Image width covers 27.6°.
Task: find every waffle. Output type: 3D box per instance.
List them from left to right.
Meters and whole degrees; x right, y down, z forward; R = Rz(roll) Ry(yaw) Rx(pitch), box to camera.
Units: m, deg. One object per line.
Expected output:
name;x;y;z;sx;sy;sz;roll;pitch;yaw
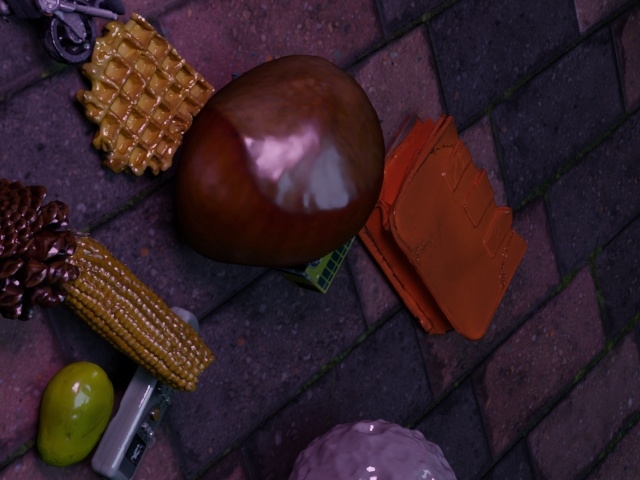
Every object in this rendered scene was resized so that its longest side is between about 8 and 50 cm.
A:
waffle;-0.293;-0.213;2.021;0.229;0.057;0.219;42;66;-41

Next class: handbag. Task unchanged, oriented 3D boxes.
handbag;0.242;-0.020;2.579;0.410;0.116;0.303;54;56;-37

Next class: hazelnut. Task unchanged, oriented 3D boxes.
hazelnut;-0.063;-0.111;2.087;0.365;0.365;0.366;-9;103;-45

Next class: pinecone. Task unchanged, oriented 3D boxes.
pinecone;-0.430;0.022;1.816;0.207;0.207;0.208;-9;103;-45

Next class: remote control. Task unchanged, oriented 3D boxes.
remote control;-0.273;0.248;2.080;0.140;0.056;0.296;86;27;-69

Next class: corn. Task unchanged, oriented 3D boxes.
corn;-0.295;0.109;1.968;0.318;0.115;0.115;43;62;-9

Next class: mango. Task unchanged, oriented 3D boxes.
mango;-0.376;0.265;1.996;0.117;0.089;0.163;0;108;-55

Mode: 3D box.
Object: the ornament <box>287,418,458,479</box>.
ornament;0.084;0.489;2.330;0.337;0.337;0.337;-9;103;-45

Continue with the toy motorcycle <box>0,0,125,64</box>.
toy motorcycle;-0.394;-0.400;1.853;0.173;0.108;0.307;-58;134;-30

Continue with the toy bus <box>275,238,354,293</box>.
toy bus;0.000;0.000;2.342;0.101;0.088;0.175;44;67;-42

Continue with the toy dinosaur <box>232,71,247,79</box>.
toy dinosaur;-0.124;-0.242;2.205;0.197;0.045;0.080;-3;112;-39
